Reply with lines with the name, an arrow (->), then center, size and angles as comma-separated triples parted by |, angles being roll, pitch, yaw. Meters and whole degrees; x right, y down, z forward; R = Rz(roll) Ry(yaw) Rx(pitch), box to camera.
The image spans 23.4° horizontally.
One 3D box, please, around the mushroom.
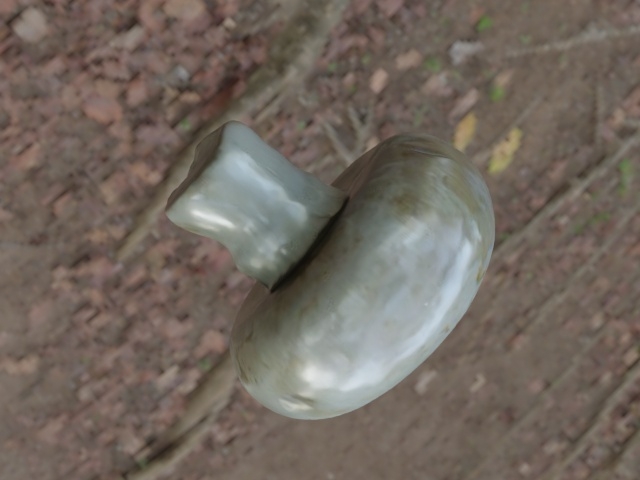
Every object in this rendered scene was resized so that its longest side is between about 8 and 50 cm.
mushroom -> 0.000, 0.000, 1.137 | 0.243, 0.243, 0.243 | -30, 148, -21
